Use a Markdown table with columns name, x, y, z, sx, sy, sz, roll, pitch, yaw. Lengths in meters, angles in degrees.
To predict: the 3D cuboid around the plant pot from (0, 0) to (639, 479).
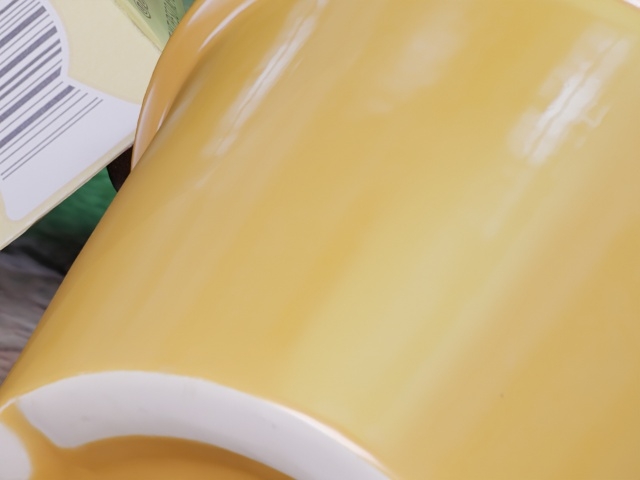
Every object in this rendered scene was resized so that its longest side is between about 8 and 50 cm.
| name | x | y | z | sx | sy | sz | roll | pitch | yaw |
| --- | --- | --- | --- | --- | --- | --- | --- | --- | --- |
| plant pot | 0.024 | 0.033 | 0.432 | 0.205 | 0.205 | 0.188 | 24 | 37 | 15 |

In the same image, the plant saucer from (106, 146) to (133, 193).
| name | x | y | z | sx | sy | sz | roll | pitch | yaw |
| --- | --- | --- | --- | --- | --- | --- | --- | --- | --- |
| plant saucer | 0.000 | 0.000 | 0.631 | 0.168 | 0.029 | 0.168 | 24 | 2 | -1 |

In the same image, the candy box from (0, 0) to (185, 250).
| name | x | y | z | sx | sy | sz | roll | pitch | yaw |
| --- | --- | --- | --- | --- | --- | --- | --- | --- | --- |
| candy box | -0.169 | -0.160 | 0.543 | 0.316 | 0.087 | 0.183 | 48 | 11 | -27 |
